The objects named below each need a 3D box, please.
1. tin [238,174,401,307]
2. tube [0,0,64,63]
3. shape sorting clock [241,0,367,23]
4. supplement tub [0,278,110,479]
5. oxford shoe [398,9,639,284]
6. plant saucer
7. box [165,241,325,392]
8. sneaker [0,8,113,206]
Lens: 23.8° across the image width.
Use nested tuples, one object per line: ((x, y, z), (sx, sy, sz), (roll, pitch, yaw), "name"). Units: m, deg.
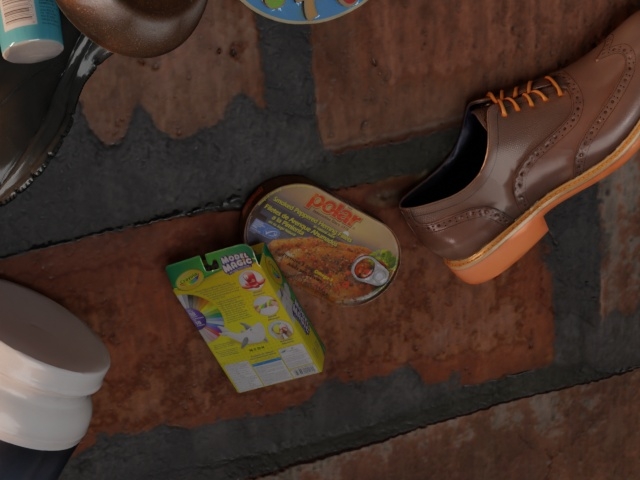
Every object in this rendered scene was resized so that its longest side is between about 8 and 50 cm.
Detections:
((0.000, 0.000, 1.605), (0.189, 0.040, 0.106), (29, 106, -29), "tin")
((-0.264, -0.258, 1.317), (0.080, 0.052, 0.207), (-5, 77, -23), "tube")
((-0.005, -0.303, 1.450), (0.206, 0.040, 0.206), (-8, 117, -16), "shape sorting clock")
((-0.341, 0.192, 1.478), (0.191, 0.191, 0.272), (24, 105, -29), "supplement tub")
((0.236, -0.120, 1.585), (0.132, 0.130, 0.364), (39, 97, -25), "oxford shoe")
((-0.163, -0.262, 1.345), (0.198, 0.036, 0.199), (11, 74, -45), "plant saucer")
((-0.078, 0.074, 1.586), (0.105, 0.043, 0.179), (-16, 126, 19), "box")
((-0.271, -0.152, 1.371), (0.130, 0.109, 0.286), (32, 73, -19), "sneaker")
